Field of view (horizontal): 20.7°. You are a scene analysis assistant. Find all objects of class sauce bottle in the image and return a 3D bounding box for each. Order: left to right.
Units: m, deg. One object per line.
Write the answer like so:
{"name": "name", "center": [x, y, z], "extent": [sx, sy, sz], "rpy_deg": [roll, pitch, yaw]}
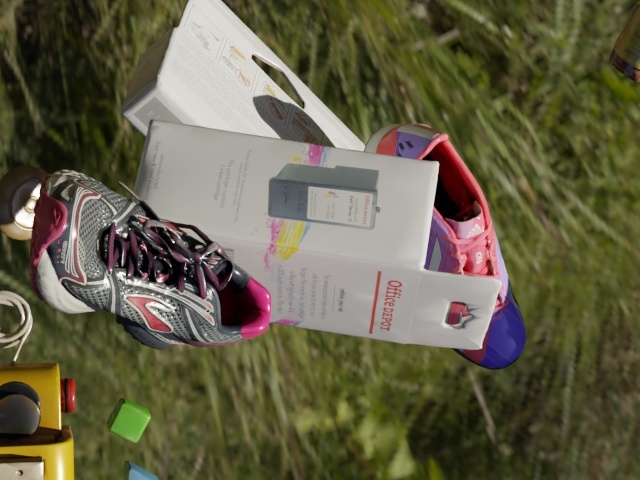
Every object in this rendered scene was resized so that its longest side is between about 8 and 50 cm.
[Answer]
{"name": "sauce bottle", "center": [0.249, -0.172, 1.231], "extent": [0.042, 0.042, 0.128], "rpy_deg": [16, 118, -23]}

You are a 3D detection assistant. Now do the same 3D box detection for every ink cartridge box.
{"name": "ink cartridge box", "center": [-0.077, -0.121, 1.954], "extent": [0.066, 0.261, 0.296], "rpy_deg": [-37, 112, 24]}
{"name": "ink cartridge box", "center": [0.000, 0.000, 1.720], "extent": [0.353, 0.119, 0.207], "rpy_deg": [9, 156, 2]}

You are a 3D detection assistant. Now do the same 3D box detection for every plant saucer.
{"name": "plant saucer", "center": [-0.322, -0.041, 1.933], "extent": [0.083, 0.015, 0.083], "rpy_deg": [-9, 105, -39]}

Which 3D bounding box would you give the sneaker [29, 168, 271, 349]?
{"name": "sneaker", "center": [-0.148, 0.017, 1.520], "extent": [0.112, 0.121, 0.299], "rpy_deg": [1, 166, 27]}

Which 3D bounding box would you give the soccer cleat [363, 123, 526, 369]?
{"name": "soccer cleat", "center": [0.157, 0.013, 1.969], "extent": [0.108, 0.116, 0.318], "rpy_deg": [-35, 107, -24]}

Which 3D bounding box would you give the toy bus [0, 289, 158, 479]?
{"name": "toy bus", "center": [-0.234, 0.173, 1.350], "extent": [0.202, 0.104, 0.191], "rpy_deg": [44, 86, -12]}
